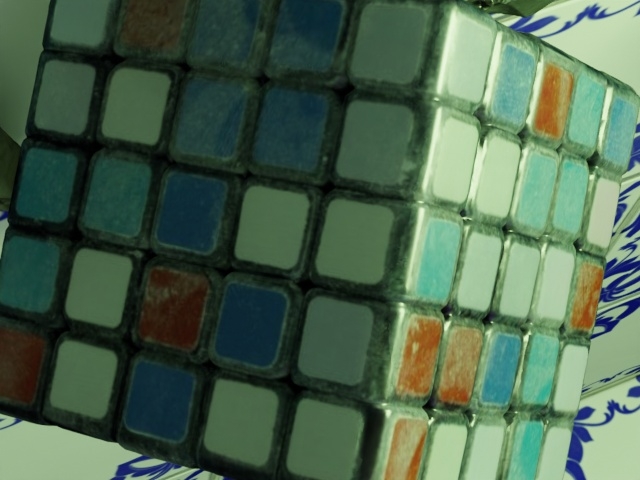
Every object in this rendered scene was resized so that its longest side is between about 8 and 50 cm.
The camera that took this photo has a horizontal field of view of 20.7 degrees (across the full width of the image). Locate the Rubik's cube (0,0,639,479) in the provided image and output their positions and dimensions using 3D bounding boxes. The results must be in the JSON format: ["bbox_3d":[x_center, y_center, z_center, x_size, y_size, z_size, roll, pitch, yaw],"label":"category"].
[{"bbox_3d":[0.000,0.000,1.099,0.293,0.287,0.292,11,179,29],"label":"Rubik's cube"}]

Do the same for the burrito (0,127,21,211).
[{"bbox_3d":[-0.237,-0.065,1.144,0.058,0.063,0.229,-52,162,-10],"label":"burrito"}]

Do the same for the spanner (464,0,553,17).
[{"bbox_3d":[0.052,-0.156,1.328,0.325,0.026,0.093,-22,162,-4],"label":"spanner"}]
